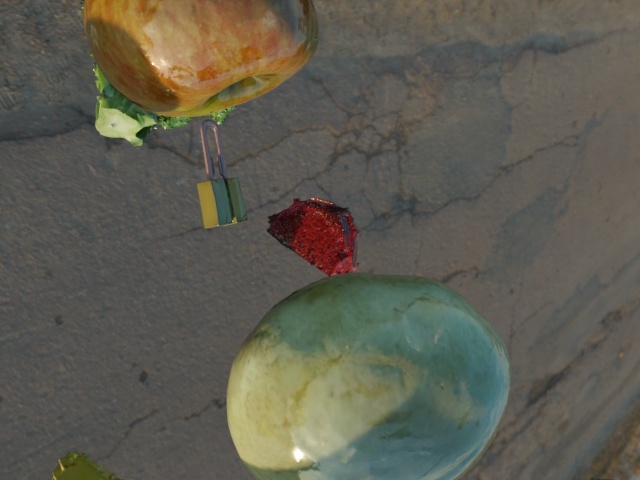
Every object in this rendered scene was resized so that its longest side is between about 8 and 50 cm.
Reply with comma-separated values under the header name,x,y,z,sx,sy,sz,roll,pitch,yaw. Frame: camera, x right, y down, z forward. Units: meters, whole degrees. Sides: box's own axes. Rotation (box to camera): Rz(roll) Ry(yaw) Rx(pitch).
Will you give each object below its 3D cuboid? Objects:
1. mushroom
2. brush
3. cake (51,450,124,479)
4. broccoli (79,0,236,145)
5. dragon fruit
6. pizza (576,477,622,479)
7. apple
name,x,y,z,sx,sy,sz,roll,pitch,yaw
mushroom,0.058,0.187,0.787,0.351,0.260,0.352,-9,125,-12
brush,-0.227,-0.148,1.384,0.103,0.047,0.234,-17,97,-59
cake,-0.511,0.624,1.402,0.227,0.285,0.222,-56,147,-32
broccoli,-0.293,-0.297,1.124,0.308,0.307,0.275,55,38,-46
dragon fruit,0.000,0.000,1.534,0.163,0.261,0.189,-45,154,-26
pizza,0.109,0.200,0.357,0.195,0.185,0.052,-27,142,-23
apple,-0.164,-0.313,0.867,0.309,0.277,0.250,-21,91,-30
